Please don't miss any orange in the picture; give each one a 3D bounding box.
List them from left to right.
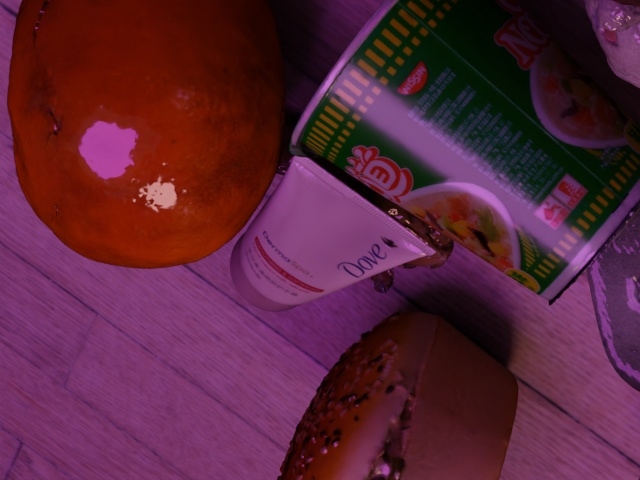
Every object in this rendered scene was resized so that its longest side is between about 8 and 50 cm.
[{"bbox_3d":[-0.142,-0.119,1.533,0.226,0.284,0.284,-1,139,-9],"label":"orange"}]

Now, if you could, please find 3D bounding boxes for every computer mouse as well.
[{"bbox_3d":[0.267,0.017,1.505,0.113,0.068,0.229,3,114,32],"label":"computer mouse"}]

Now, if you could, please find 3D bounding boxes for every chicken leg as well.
[{"bbox_3d":[0.028,-0.039,1.631,0.196,0.080,0.125,40,153,-1],"label":"chicken leg"}]

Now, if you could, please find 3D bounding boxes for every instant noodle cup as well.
[{"bbox_3d":[0.126,-0.077,1.396,0.233,0.207,0.207,39,142,2],"label":"instant noodle cup"}]

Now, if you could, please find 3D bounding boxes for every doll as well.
[{"bbox_3d":[0.227,-0.154,1.303,0.071,0.214,0.103,-23,76,16],"label":"doll"}]

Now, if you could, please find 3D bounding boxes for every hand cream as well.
[{"bbox_3d":[0.000,0.000,1.557,0.133,0.083,0.248,33,159,-7],"label":"hand cream"}]

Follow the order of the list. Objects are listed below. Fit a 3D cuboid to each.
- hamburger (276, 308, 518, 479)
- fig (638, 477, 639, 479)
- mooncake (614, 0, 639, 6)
[{"bbox_3d":[0.057,0.207,1.684,0.176,0.300,0.300,22,141,-2],"label":"hamburger"},{"bbox_3d":[0.354,0.241,1.621,0.156,0.123,0.123,6,132,26],"label":"fig"},{"bbox_3d":[0.183,-0.327,1.087,0.394,0.246,0.393,0,135,42],"label":"mooncake"}]
